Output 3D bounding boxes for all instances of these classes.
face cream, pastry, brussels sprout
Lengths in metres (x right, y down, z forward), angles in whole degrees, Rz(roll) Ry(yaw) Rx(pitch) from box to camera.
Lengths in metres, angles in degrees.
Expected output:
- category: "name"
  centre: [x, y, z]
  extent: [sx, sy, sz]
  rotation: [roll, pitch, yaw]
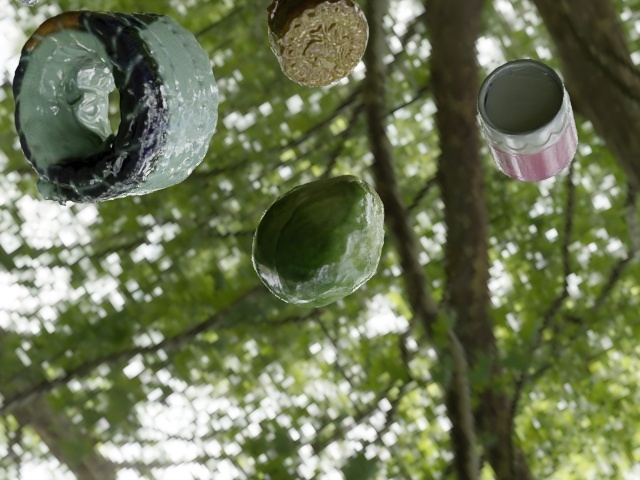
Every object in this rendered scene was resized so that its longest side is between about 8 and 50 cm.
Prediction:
- category: "face cream"
  centre: [0.393, -0.227, 2.687]
  extent: [0.175, 0.195, 0.175]
  rotation: [-7, -116, 15]
- category: "pastry"
  centre: [-0.006, -0.376, 2.542]
  extent: [0.188, 0.189, 0.103]
  rotation: [-32, -139, 0]
- category: "brussels sprout"
  centre: [0.000, 0.003, 1.509]
  extent: [0.155, 0.118, 0.155]
  rotation: [-17, -151, 9]

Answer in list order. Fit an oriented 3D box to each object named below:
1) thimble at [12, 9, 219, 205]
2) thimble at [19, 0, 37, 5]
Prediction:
- category: "thimble"
  centre: [-0.242, -0.151, 1.646]
  extent: [0.237, 0.237, 0.150]
  rotation: [-15, 177, 38]
- category: "thimble"
  centre: [-0.490, -0.444, 2.227]
  extent: [0.098, 0.150, 0.150]
  rotation: [-56, -160, 6]
